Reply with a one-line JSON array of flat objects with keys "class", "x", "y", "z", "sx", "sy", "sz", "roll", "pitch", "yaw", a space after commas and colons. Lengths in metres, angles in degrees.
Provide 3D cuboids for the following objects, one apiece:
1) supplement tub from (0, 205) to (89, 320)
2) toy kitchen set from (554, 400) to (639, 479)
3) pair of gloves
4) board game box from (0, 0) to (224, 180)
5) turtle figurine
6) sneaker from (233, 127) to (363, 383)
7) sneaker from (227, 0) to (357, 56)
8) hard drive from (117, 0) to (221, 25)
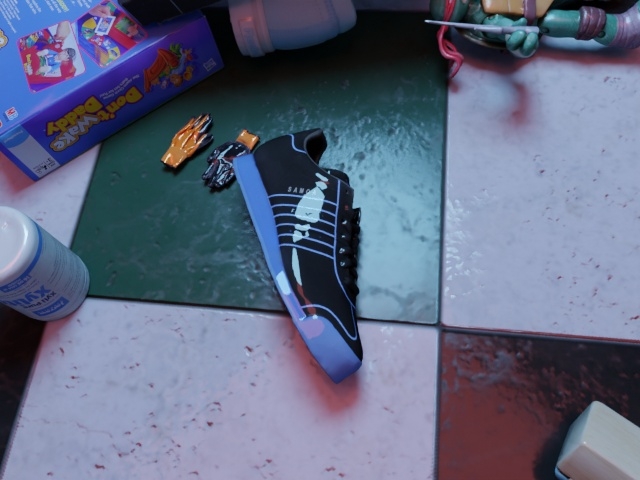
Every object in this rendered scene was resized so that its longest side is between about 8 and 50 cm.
[{"class": "supplement tub", "x": -0.253, "y": 0.023, "z": 0.503, "sx": 0.071, "sy": 0.107, "sz": 0.070, "roll": -2, "pitch": 66, "yaw": 5}, {"class": "toy kitchen set", "x": 0.172, "y": 0.247, "z": 0.388, "sx": 0.122, "sy": 0.166, "sz": 0.207, "roll": 35, "pitch": 37, "yaw": 18}, {"class": "pair of gloves", "x": -0.111, "y": -0.091, "z": 0.592, "sx": 0.083, "sy": 0.010, "sz": 0.074, "roll": 27, "pitch": 70, "yaw": 13}, {"class": "board game box", "x": -0.298, "y": -0.264, "z": 0.649, "sx": 0.233, "sy": 0.078, "sz": 0.347, "roll": -34, "pitch": 67, "yaw": -9}, {"class": "turtle figurine", "x": 0.195, "y": -0.238, "z": 0.568, "sx": 0.234, "sy": 0.118, "sz": 0.175, "roll": -3, "pitch": 78, "yaw": -11}, {"class": "sneaker", "x": 0.000, "y": 0.000, "z": 0.502, "sx": 0.091, "sy": 0.081, "sz": 0.232, "roll": -25, "pitch": 65, "yaw": 3}, {"class": "sneaker", "x": -0.019, "y": -0.368, "z": 0.645, "sx": 0.150, "sy": 0.135, "sz": 0.365, "roll": -3, "pitch": 77, "yaw": 3}, {"class": "hard drive", "x": -0.040, "y": -0.356, "z": 0.536, "sx": 0.339, "sy": 0.064, "sz": 0.236, "roll": -15, "pitch": 75, "yaw": 11}]
